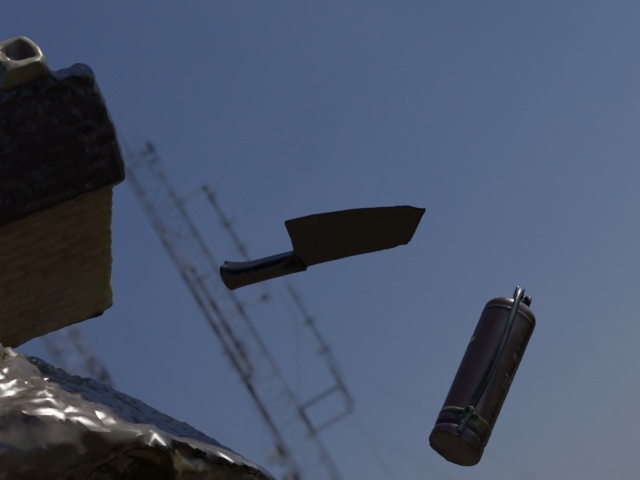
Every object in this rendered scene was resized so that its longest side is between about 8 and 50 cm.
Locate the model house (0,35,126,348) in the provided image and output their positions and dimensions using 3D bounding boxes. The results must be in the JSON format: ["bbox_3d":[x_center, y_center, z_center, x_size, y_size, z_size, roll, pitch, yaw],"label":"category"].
[{"bbox_3d":[-0.339,-0.088,1.697,0.243,0.298,0.284,-20,-41,-37],"label":"model house"}]

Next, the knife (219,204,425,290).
[{"bbox_3d":[0.000,0.000,1.739,0.230,0.060,0.028,-14,23,24],"label":"knife"}]

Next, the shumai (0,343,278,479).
[{"bbox_3d":[-0.171,0.234,1.139,0.346,0.217,0.283,30,-98,-62],"label":"shumai"}]

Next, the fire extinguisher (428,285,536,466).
[{"bbox_3d":[0.128,0.093,1.332,0.064,0.043,0.158,98,-164,-59],"label":"fire extinguisher"}]
